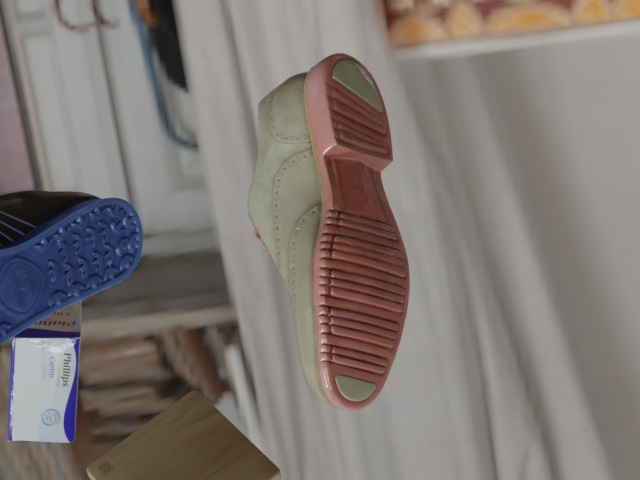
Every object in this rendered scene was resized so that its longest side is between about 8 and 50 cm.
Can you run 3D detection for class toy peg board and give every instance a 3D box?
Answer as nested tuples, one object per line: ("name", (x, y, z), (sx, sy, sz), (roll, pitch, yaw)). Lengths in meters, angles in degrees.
("toy peg board", (-0.152, 0.283, 1.856), (0.161, 0.079, 0.160), (-35, -126, -23))

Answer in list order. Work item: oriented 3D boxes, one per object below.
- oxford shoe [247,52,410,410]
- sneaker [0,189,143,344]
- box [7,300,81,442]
("oxford shoe", (0.000, 0.000, 1.774), (0.146, 0.397, 0.140), (-19, 151, 37))
("sneaker", (-0.220, 0.022, 1.001), (0.090, 0.081, 0.232), (4, -165, 42))
("box", (-0.295, 0.130, 1.745), (0.072, 0.126, 0.137), (2, -159, -10))
